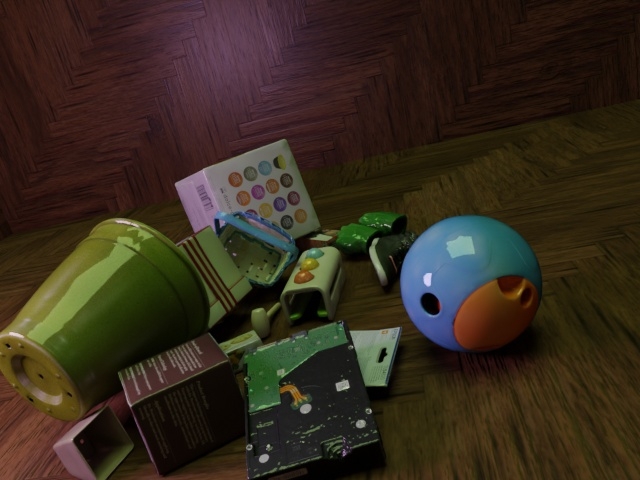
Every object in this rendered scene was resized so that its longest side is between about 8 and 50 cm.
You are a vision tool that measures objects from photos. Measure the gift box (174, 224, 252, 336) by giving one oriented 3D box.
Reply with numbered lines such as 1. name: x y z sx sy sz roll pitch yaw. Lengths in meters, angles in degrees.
1. gift box: -0.376 0.145 1.653 0.276 0.258 0.255 -25 11 38

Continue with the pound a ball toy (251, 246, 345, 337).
1. pound a ball toy: -0.061 0.128 1.637 0.208 0.136 0.319 -9 19 15

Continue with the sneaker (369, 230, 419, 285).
1. sneaker: 0.227 0.040 1.716 0.146 0.105 0.296 -16 14 12

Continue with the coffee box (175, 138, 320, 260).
1. coffee box: -0.263 -0.127 2.107 0.334 0.338 0.338 -26 9 -28

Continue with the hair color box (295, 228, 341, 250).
1. hair color box: 0.000 0.000 2.080 0.167 0.053 0.093 6 27 44

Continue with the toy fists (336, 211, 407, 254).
1. toy fists: 0.166 -0.025 1.973 0.142 0.096 0.279 15 31 37

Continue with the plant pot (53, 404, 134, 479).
1. plant pot: -0.465 0.413 1.184 0.096 0.109 0.109 -19 15 27

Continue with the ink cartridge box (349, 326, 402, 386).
1. ink cartridge box: 0.059 0.269 1.287 0.223 0.045 0.223 -6 22 20

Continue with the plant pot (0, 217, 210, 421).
1. plant pot: -0.497 0.193 1.313 0.366 0.367 0.353 -3 29 30

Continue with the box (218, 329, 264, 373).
1. box: -0.289 0.308 1.400 0.323 0.063 0.067 -20 17 -16

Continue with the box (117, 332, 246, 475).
1. box: -0.273 0.321 1.190 0.203 0.169 0.167 -21 19 -21

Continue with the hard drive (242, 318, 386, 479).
1. hard drive: -0.027 0.304 1.129 0.236 0.064 0.339 -17 31 0

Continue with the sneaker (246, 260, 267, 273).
1. sneaker: -0.211 0.084 2.019 0.119 0.047 0.057 -29 35 -33

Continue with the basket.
1. basket: -0.204 0.019 1.752 0.201 0.254 0.289 -63 5 -18

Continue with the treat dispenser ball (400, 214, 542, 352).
1. treat dispenser ball: 0.312 0.090 1.235 0.288 0.288 0.288 -13 19 4
